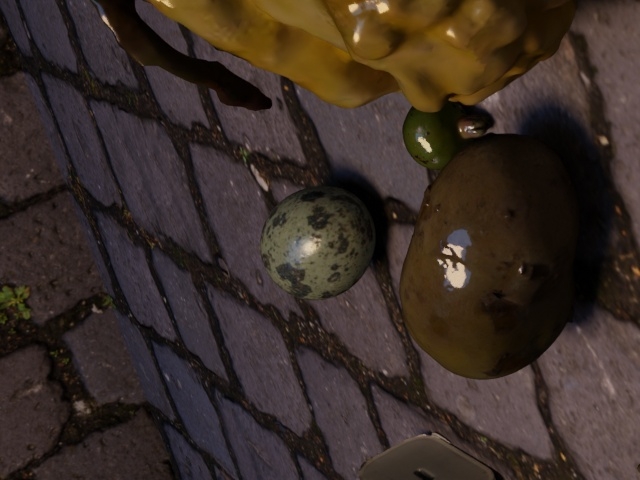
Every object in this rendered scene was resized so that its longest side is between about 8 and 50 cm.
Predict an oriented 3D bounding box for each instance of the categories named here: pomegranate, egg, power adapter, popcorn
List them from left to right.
[{"bbox_3d":[0.000,0.000,1.634,0.132,0.132,0.172,61,149,9],"label":"egg"},{"bbox_3d":[0.012,-0.236,1.034,0.349,0.382,0.349,62,175,10],"label":"popcorn"},{"bbox_3d":[0.118,-0.109,1.323,0.084,0.073,0.073,-42,70,30],"label":"pomegranate"},{"bbox_3d":[0.159,0.391,1.711,0.187,0.124,0.255,25,136,61],"label":"power adapter"}]

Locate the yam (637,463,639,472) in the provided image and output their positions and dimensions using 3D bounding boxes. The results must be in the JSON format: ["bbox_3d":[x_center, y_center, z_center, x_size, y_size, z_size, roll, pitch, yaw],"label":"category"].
[{"bbox_3d":[0.323,0.214,1.262,0.014,0.014,0.107,67,159,-8],"label":"yam"}]

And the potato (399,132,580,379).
[{"bbox_3d":[0.150,0.019,1.243,0.165,0.165,0.262,48,154,37],"label":"potato"}]
